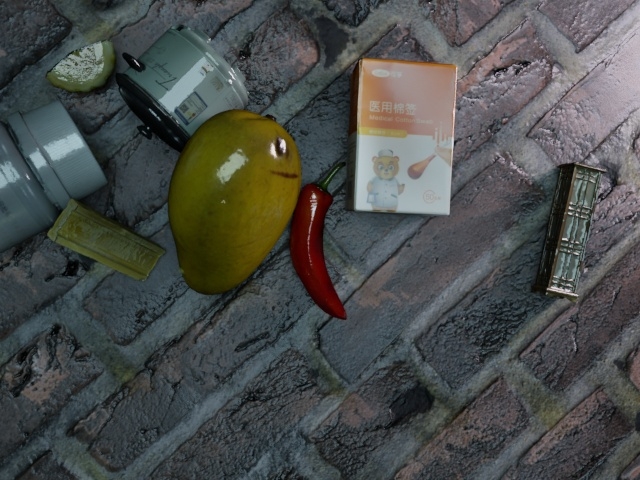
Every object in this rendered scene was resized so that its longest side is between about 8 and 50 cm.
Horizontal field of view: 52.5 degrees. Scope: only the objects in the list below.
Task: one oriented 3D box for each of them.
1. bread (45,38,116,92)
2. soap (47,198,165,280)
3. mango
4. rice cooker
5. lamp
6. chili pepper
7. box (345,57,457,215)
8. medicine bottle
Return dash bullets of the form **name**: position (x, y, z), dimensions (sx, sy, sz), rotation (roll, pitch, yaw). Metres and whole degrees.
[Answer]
- **bread**: position (-0.505, -0.373, 1.411), dimensions (0.157, 0.083, 0.094), rotation (-45, 99, -2)
- **soap**: position (-0.449, 0.006, 1.383), dimensions (0.092, 0.037, 0.252), rotation (-55, 140, -1)
- **mango**: position (-0.185, -0.057, 1.336), dimensions (0.220, 0.301, 0.445), rotation (33, 124, 20)
- **rice cooker**: position (-0.296, -0.304, 1.366), dimensions (0.227, 0.241, 0.280), rotation (-48, 136, -7)
- **lamp**: position (0.596, -0.021, 1.564), dimensions (0.089, 0.090, 0.326), rotation (13, 90, -7)
- **chili pepper**: position (-0.006, 0.005, 1.497), dimensions (0.136, 0.092, 0.369), rotation (-4, 101, -20)
- **box**: position (0.178, -0.230, 1.474), dimensions (0.224, 0.143, 0.342), rotation (2, 93, -7)
- **medicine bottle**: position (-0.620, -0.131, 1.325), dimensions (0.306, 0.245, 0.245), rotation (-30, 96, -14)
